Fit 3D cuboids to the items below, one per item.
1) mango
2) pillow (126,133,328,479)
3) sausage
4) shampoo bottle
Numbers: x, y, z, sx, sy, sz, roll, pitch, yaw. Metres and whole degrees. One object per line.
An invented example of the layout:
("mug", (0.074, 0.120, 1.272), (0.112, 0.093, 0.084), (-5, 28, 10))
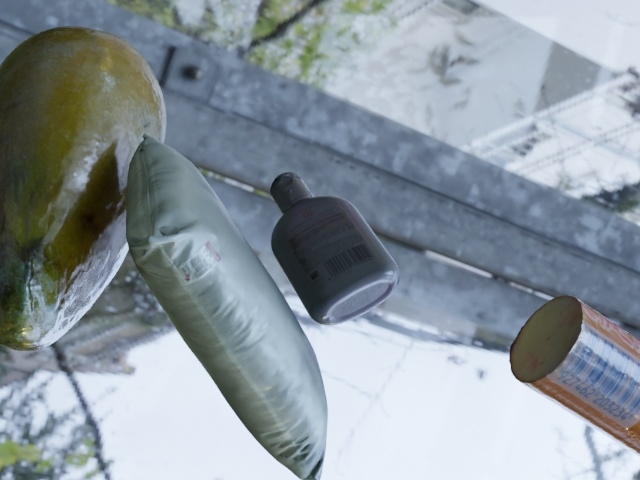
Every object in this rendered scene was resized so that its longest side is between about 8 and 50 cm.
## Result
("mango", (-0.199, -0.039, 0.883), (0.316, 0.146, 0.192), (-90, -167, -46))
("pillow", (-0.066, 0.050, 0.843), (0.078, 0.254, 0.144), (-30, -148, -1))
("sausage", (0.319, 0.163, 1.079), (0.093, 0.312, 0.093), (-46, -155, 28))
("shampoo bottle", (0.000, 0.000, 0.950), (0.080, 0.040, 0.165), (-29, -138, -4))
